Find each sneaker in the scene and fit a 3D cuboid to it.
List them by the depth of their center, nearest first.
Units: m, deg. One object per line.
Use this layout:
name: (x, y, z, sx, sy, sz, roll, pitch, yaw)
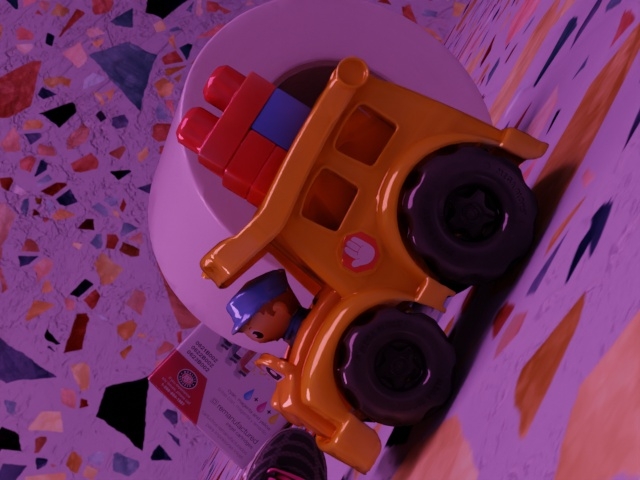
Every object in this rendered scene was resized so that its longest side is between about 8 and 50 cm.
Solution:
sneaker: (-0.024, 0.184, 0.874, 0.075, 0.063, 0.170, -59, 7, 43)

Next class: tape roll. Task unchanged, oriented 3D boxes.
tape roll: (-0.004, -0.046, 1.043, 0.246, 0.246, 0.169, -61, 2, -28)

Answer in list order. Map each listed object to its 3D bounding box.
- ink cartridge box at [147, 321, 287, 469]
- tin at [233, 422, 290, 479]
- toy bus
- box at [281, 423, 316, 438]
ink cartridge box: (-0.062, 0.115, 1.300, 0.176, 0.128, 0.127, -46, -1, -9)
tin: (-0.073, 0.259, 1.408, 0.190, 0.040, 0.106, -60, -2, 2)
toy bus: (0.000, 0.000, 0.793, 0.220, 0.211, 0.149, -62, 4, -9)
box: (-0.046, 0.226, 1.275, 0.094, 0.027, 0.137, -61, 3, -19)
